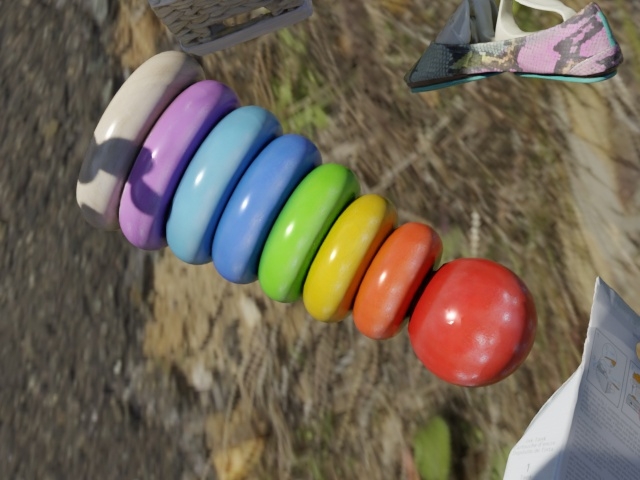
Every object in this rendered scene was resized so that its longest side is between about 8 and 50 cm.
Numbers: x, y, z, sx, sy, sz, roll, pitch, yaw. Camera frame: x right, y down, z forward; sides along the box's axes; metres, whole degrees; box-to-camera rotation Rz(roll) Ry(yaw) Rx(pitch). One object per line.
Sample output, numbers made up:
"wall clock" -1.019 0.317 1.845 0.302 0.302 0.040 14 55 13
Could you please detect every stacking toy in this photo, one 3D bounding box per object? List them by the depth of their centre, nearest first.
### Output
"stacking toy" 0.000 0.000 1.219 0.330 0.141 0.141 29 100 9

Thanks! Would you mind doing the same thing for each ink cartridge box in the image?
"ink cartridge box" 0.160 0.132 0.945 0.045 0.179 0.145 -20 131 39

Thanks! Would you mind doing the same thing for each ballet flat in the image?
"ballet flat" 0.155 -0.168 1.450 0.077 0.221 0.079 -23 106 -40

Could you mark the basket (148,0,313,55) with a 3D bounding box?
"basket" -0.086 -0.248 1.368 0.113 0.103 0.167 -18 75 12
